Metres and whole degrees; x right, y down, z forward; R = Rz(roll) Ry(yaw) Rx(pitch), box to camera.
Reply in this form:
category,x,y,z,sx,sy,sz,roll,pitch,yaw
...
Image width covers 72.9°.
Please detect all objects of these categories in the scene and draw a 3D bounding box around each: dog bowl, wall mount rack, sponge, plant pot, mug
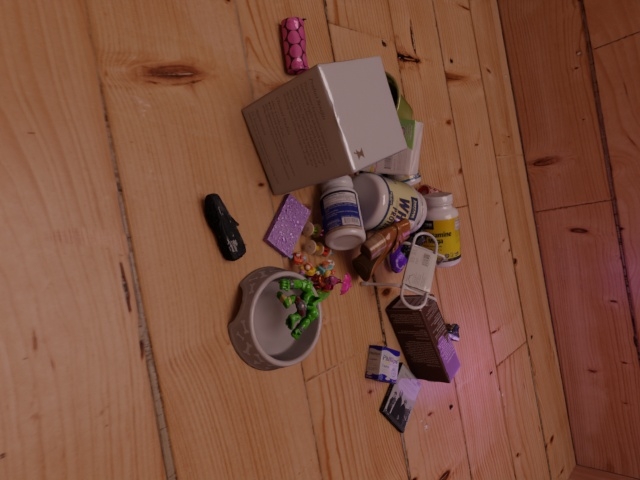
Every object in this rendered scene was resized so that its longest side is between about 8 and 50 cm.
category,x,y,z,sx,sy,sz,roll,pitch,yaw
dog bowl,-0.135,0.258,1.442,0.348,0.102,0.349,8,78,-42
wall mount rack,0.348,0.121,1.800,0.303,0.130,0.350,20,63,1
sponge,-0.117,-0.055,1.555,0.117,0.031,0.210,42,57,-32
plant pot,0.270,-0.555,1.871,0.253,0.275,0.277,5,80,-55
mug,0.566,-0.197,2.184,0.169,0.113,0.151,18,69,-37

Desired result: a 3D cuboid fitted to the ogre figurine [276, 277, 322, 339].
category,x,y,z,sx,sy,sz,roll,pitch,yaw
ogre figurine,-0.063,0.205,1.384,0.118,0.096,0.197,-20,86,-32

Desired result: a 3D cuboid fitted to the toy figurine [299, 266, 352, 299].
category,x,y,z,sx,sy,sz,roll,pitch,yaw
toy figurine,0.033,0.147,1.580,0.173,0.159,0.130,29,65,-37

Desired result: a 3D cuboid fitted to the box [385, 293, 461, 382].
category,x,y,z,sx,sy,sz,roll,pitch,yaw
box,0.459,0.433,1.925,0.143,0.191,0.382,-34,107,-41

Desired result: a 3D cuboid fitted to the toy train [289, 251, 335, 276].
category,x,y,z,sx,sy,sz,roll,pitch,yaw
toy train,-0.025,0.075,1.534,0.166,0.046,0.125,7,33,-7

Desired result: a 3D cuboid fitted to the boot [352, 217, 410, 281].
category,x,y,z,sx,sy,sz,roll,pitch,yaw
boot,0.241,0.035,1.713,0.220,0.109,0.284,-33,151,-22

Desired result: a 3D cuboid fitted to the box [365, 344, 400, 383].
category,x,y,z,sx,sy,sz,roll,pitch,yaw
box,0.261,0.516,1.803,0.126,0.072,0.137,26,65,-39

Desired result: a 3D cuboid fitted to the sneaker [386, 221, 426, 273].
category,x,y,z,sx,sy,sz,roll,pitch,yaw
sneaker,0.401,0.012,1.964,0.102,0.146,0.294,43,56,-31

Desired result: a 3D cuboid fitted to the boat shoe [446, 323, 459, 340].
category,x,y,z,sx,sy,sz,roll,pitch,yaw
boat shoe,0.652,0.457,2.200,0.183,0.065,0.083,27,64,-46

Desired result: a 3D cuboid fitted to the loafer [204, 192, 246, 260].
category,x,y,z,sx,sy,sz,roll,pitch,yaw
loafer,-0.296,-0.045,1.355,0.078,0.076,0.224,-36,113,-46

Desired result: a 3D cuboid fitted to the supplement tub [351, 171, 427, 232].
category,x,y,z,sx,sy,sz,roll,pitch,yaw
supplement tub,0.268,-0.141,1.798,0.324,0.235,0.236,7,79,-43

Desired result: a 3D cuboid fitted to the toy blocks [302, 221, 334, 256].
category,x,y,z,sx,sy,sz,roll,pitch,yaw
toy blocks,0.000,0.000,1.644,0.148,0.054,0.124,13,66,-54

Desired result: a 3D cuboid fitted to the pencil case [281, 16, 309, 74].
category,x,y,z,sx,sy,sz,roll,pitch,yaw
pencil case,-0.090,-0.736,1.650,0.098,0.095,0.210,-1,86,-65

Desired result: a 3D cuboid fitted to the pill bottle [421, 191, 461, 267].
category,x,y,z,sx,sy,sz,roll,pitch,yaw
pill bottle,0.568,-0.054,2.072,0.187,0.187,0.335,-21,109,-44

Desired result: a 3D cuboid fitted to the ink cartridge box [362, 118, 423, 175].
category,x,y,z,sx,sy,sz,roll,pitch,yaw
ink cartridge box,0.206,-0.375,1.697,0.119,0.353,0.207,-23,121,-60

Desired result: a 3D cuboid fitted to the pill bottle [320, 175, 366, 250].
category,x,y,z,sx,sy,sz,roll,pitch,yaw
pill bottle,0.078,-0.109,1.637,0.153,0.153,0.265,19,54,-41

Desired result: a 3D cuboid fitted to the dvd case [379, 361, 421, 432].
category,x,y,z,sx,sy,sz,roll,pitch,yaw
dvd case,0.355,0.686,1.898,0.179,0.029,0.239,51,52,-26

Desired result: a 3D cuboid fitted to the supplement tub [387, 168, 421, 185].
category,x,y,z,sx,sy,sz,roll,pitch,yaw
supplement tub,0.362,-0.342,1.951,0.144,0.144,0.200,-25,102,-43

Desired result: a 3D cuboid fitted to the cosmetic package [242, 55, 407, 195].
category,x,y,z,sx,sy,sz,roll,pitch,yaw
cosmetic package,0.014,-0.382,1.480,0.327,0.393,0.330,-29,105,-42

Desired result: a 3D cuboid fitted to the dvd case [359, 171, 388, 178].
category,x,y,z,sx,sy,sz,roll,pitch,yaw
dvd case,0.278,-0.324,1.985,0.252,0.022,0.181,27,67,-39
